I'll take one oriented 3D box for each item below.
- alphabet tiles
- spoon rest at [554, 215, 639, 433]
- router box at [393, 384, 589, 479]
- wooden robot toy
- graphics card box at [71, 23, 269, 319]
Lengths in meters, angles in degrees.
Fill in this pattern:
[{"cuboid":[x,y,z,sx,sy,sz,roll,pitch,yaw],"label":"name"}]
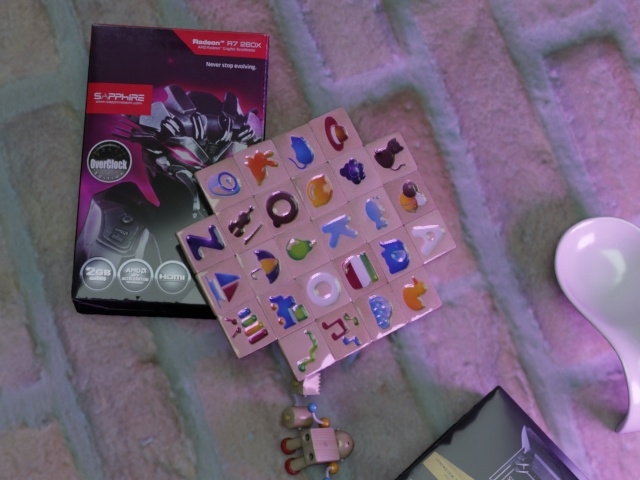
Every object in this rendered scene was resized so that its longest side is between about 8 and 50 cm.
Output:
[{"cuboid":[0.000,0.000,1.960,0.342,0.011,0.285,-26,87,-27],"label":"alphabet tiles"},{"cuboid":[0.379,0.100,1.983,0.137,0.084,0.276,-10,77,-6],"label":"spoon rest"},{"cuboid":[0.229,0.370,1.901,0.243,0.081,0.309,-41,81,-13],"label":"router box"},{"cuboid":[0.002,0.247,1.942,0.079,0.076,0.173,2,71,-40],"label":"wooden robot toy"},{"cuboid":[-0.187,-0.087,1.993,0.233,0.094,0.371,4,76,-4],"label":"graphics card box"}]
